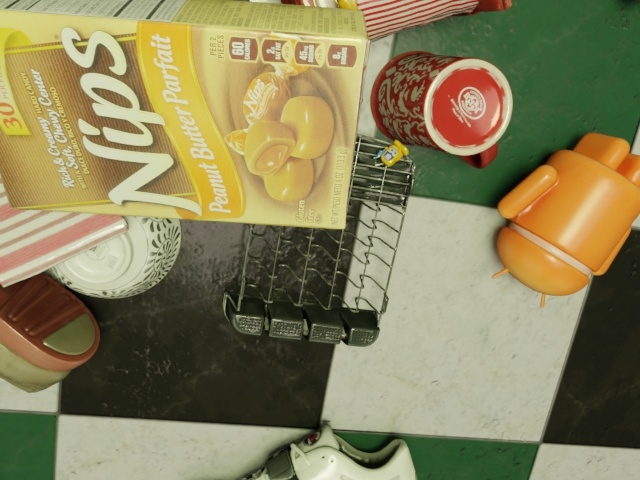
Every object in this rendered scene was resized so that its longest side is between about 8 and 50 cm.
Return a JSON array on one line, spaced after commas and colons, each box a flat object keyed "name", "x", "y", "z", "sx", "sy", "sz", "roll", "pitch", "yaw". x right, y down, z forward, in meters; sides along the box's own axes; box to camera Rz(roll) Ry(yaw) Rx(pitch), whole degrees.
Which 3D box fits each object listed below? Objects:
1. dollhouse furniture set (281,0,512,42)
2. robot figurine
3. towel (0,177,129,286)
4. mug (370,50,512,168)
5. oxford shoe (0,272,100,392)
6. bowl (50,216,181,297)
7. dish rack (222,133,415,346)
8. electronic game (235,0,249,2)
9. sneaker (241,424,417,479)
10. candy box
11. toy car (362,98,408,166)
[{"name": "dollhouse furniture set", "x": 0.021, "y": -0.373, "z": 0.547, "sx": 0.201, "sy": 0.152, "sz": 0.375, "roll": -21, "pitch": 109, "yaw": -2}, {"name": "robot figurine", "x": 0.307, "y": -0.025, "z": 0.711, "sx": 0.158, "sy": 0.128, "sz": 0.220, "roll": 16, "pitch": 109, "yaw": -57}, {"name": "towel", "x": -0.299, "y": -0.066, "z": 0.609, "sx": 0.144, "sy": 0.029, "sz": 0.197, "roll": -24, "pitch": 78, "yaw": -2}, {"name": "mug", "x": 0.146, "y": -0.146, "z": 0.626, "sx": 0.150, "sy": 0.169, "sz": 0.113, "roll": 15, "pitch": 103, "yaw": -12}, {"name": "oxford shoe", "x": -0.419, "y": 0.047, "z": 0.625, "sx": 0.130, "sy": 0.123, "sz": 0.348, "roll": -40, "pitch": 101, "yaw": 24}, {"name": "bowl", "x": -0.250, "y": 0.002, "z": 0.656, "sx": 0.169, "sy": 0.080, "sz": 0.170, "roll": -2, "pitch": 107, "yaw": -7}, {"name": "dish rack", "x": 0.000, "y": 0.000, "z": 0.702, "sx": 0.208, "sy": 0.074, "sz": 0.272, "roll": 8, "pitch": 103, "yaw": -13}, {"name": "electronic game", "x": -0.177, "y": -0.212, "z": 0.573, "sx": 0.229, "sy": 0.048, "sz": 0.229, "roll": -21, "pitch": 139, "yaw": -19}, {"name": "sneaker", "x": -0.030, "y": 0.325, "z": 0.782, "sx": 0.330, "sy": 0.122, "sz": 0.147, "roll": 1, "pitch": 89, "yaw": -8}, {"name": "candy box", "x": -0.125, "y": -0.114, "z": 0.510, "sx": 0.316, "sy": 0.088, "sz": 0.183, "roll": 3, "pitch": 126, "yaw": -3}, {"name": "toy car", "x": 0.047, "y": -0.133, "z": 0.627, "sx": 0.040, "sy": 0.060, "sz": 0.122, "roll": -43, "pitch": 89, "yaw": -9}]
